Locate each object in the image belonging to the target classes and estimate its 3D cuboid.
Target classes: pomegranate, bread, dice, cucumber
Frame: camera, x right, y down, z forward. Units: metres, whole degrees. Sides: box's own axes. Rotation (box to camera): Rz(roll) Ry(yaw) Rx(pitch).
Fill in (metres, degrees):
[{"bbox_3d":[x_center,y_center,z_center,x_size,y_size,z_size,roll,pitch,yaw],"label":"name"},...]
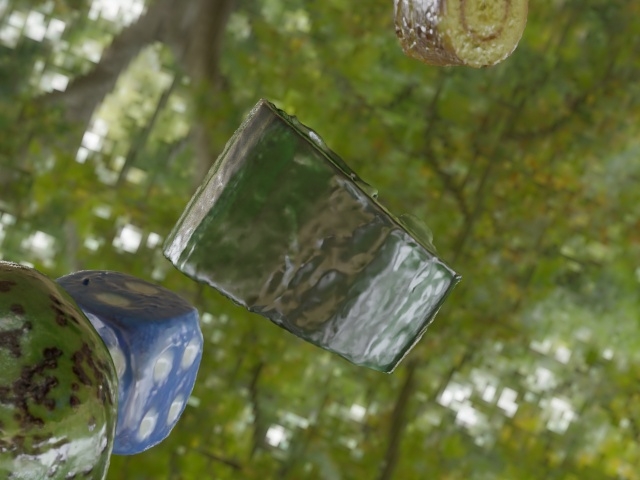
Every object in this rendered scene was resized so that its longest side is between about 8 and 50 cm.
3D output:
[{"bbox_3d":[-0.292,0.138,1.400,0.270,0.254,0.254,-23,-140,-35],"label":"pomegranate"},{"bbox_3d":[0.135,-0.234,1.738,0.103,0.132,0.172,0,-174,-14],"label":"bread"},{"bbox_3d":[-0.203,0.115,1.713,0.143,0.146,0.146,20,-166,21],"label":"dice"},{"bbox_3d":[-0.004,-0.001,1.236,0.191,0.130,0.191,31,-173,-4],"label":"cucumber"}]
